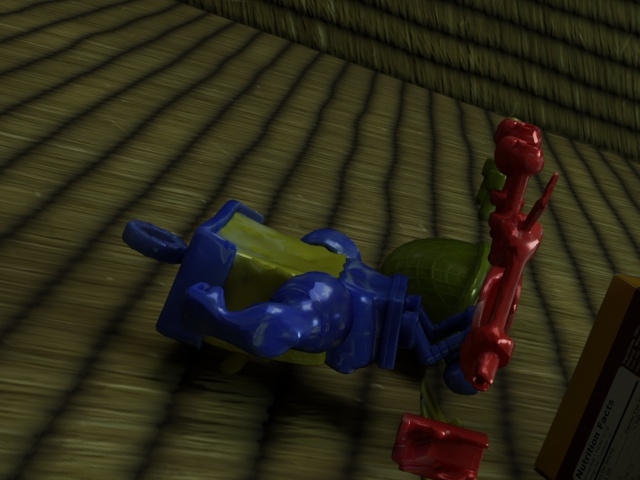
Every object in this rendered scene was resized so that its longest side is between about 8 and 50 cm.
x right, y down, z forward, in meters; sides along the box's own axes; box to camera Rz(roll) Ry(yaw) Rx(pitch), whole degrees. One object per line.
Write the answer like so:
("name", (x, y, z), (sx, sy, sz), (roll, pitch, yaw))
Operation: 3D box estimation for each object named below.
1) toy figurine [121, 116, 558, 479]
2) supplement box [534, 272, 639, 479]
("toy figurine", (0.000, 0.000, 0.775), (0.217, 0.191, 0.362), (15, 13, 2))
("supplement box", (0.269, 0.123, 0.760), (0.191, 0.129, 0.194), (8, 19, -38))
